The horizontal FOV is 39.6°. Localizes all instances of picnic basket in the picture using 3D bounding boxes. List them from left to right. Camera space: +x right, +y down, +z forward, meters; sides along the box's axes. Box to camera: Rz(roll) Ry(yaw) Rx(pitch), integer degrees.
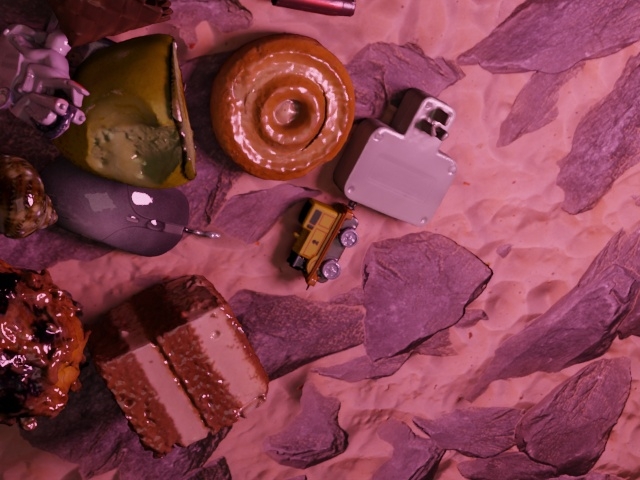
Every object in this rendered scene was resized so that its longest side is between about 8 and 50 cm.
[{"bbox_3d":[-0.326,-0.502,1.466,0.321,0.254,0.291,-20,119,3],"label":"picnic basket"}]

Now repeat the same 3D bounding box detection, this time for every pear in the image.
[{"bbox_3d":[-0.355,-0.213,1.587,0.292,0.159,0.292,2,128,2],"label":"pear"}]

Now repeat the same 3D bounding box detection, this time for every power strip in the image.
[{"bbox_3d":[0.186,-0.174,1.843,0.229,0.141,0.261,21,105,-26],"label":"power strip"}]

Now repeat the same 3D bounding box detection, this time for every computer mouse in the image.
[{"bbox_3d":[-0.361,-0.053,1.724,0.379,0.090,0.167,17,105,-26],"label":"computer mouse"}]

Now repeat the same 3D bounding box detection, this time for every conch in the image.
[{"bbox_3d":[-0.576,-0.073,1.610,0.187,0.124,0.181,-36,101,31],"label":"conch"}]

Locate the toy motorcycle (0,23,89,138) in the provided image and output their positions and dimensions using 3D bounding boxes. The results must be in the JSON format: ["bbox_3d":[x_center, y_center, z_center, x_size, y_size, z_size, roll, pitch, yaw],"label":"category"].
[{"bbox_3d":[-0.485,-0.289,1.514,0.171,0.260,0.110,-52,152,3],"label":"toy motorcycle"}]

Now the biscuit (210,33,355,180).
[{"bbox_3d":[-0.070,-0.257,1.741,0.296,0.102,0.296,-8,113,-19],"label":"biscuit"}]

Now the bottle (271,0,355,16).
[{"bbox_3d":[-0.010,-0.463,1.706,0.164,0.060,0.060,5,108,-21],"label":"bottle"}]

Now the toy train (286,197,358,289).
[{"bbox_3d":[0.000,0.000,1.872,0.127,0.089,0.219,26,101,-15],"label":"toy train"}]

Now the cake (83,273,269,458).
[{"bbox_3d":[-0.288,0.235,1.770,0.290,0.255,0.282,-31,115,-11],"label":"cake"}]

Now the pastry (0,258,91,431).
[{"bbox_3d":[-0.609,0.167,1.535,0.405,0.337,0.292,26,106,-2],"label":"pastry"}]

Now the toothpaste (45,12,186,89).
[{"bbox_3d":[-0.381,-0.320,1.637,0.266,0.061,0.096,23,104,-19],"label":"toothpaste"}]
